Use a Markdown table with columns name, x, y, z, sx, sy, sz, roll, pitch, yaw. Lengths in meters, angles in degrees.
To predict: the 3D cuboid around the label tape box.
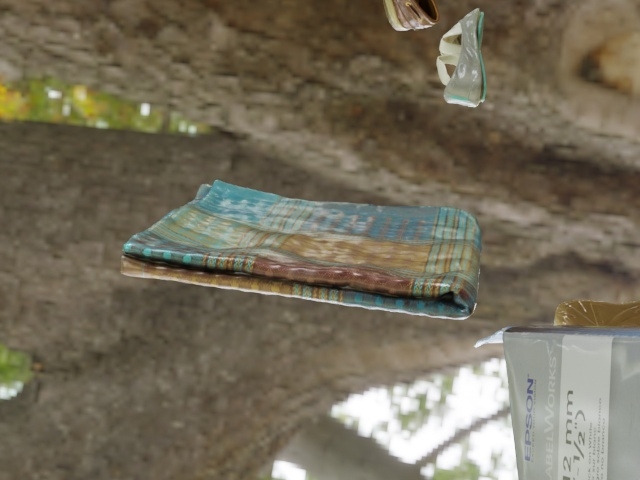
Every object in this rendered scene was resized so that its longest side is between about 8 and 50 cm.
| name | x | y | z | sx | sy | sz | roll | pitch | yaw |
| --- | --- | --- | --- | --- | --- | --- | --- | --- | --- |
| label tape box | 0.251 | 0.105 | 0.887 | 0.348 | 0.249 | 0.115 | 160 | 112 | -78 |

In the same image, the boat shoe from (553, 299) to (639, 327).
| name | x | y | z | sx | sy | sz | roll | pitch | yaw |
| --- | --- | --- | --- | --- | --- | --- | --- | --- | --- |
| boat shoe | 0.327 | 0.103 | 1.662 | 0.063 | 0.170 | 0.059 | -86 | 5 | -48 |

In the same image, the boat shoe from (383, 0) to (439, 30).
| name | x | y | z | sx | sy | sz | roll | pitch | yaw |
| --- | --- | --- | --- | --- | --- | --- | --- | --- | --- |
| boat shoe | 0.100 | -0.335 | 1.908 | 0.064 | 0.060 | 0.178 | -52 | -47 | -33 |

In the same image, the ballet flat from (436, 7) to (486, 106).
| name | x | y | z | sx | sy | sz | roll | pitch | yaw |
| --- | --- | --- | --- | --- | --- | --- | --- | --- | --- |
| ballet flat | 0.200 | -0.267 | 2.224 | 0.213 | 0.068 | 0.072 | -84 | -2 | -50 |

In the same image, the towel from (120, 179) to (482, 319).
| name | x | y | z | sx | sy | sz | roll | pitch | yaw |
| --- | --- | --- | --- | --- | --- | --- | --- | --- | --- |
| towel | 0.000 | 0.000 | 1.305 | 0.370 | 0.271 | 0.040 | -55 | -29 | -80 |
